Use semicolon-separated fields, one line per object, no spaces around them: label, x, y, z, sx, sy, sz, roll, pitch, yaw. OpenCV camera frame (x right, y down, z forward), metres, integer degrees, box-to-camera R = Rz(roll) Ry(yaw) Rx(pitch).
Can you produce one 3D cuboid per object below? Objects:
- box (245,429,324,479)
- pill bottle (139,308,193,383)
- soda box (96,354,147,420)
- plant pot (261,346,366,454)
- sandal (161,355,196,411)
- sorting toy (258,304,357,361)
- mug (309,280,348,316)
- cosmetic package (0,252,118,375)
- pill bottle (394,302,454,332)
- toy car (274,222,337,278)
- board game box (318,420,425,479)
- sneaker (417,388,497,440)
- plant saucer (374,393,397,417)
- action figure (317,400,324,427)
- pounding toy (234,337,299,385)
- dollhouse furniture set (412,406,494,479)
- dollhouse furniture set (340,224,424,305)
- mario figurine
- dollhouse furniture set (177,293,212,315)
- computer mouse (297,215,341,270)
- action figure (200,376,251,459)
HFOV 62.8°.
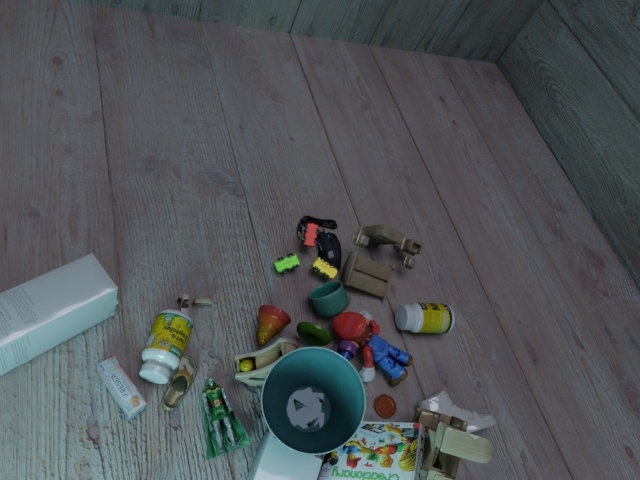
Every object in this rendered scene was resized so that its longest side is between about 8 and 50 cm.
box;-0.108;0.678;1.538;0.181;0.119;0.181;27;50;-5
pill bottle;-0.478;0.327;1.618;0.118;0.117;0.208;21;51;-10
soda box;-0.583;0.429;1.532;0.058;0.063;0.183;-29;72;-36
plant pot;-0.027;0.477;1.529;0.291;0.195;0.289;2;63;-5
sandal;-0.430;0.435;1.608;0.072;0.049;0.180;25;50;-7
sorting toy;-0.064;0.348;1.770;0.366;0.127;0.126;23;56;4
mug;0.043;0.216;1.930;0.158;0.130;0.097;-37;112;-47
cosmetic package;-0.788;0.210;1.508;0.366;0.197;0.155;-32;73;-39
pill bottle;0.404;0.301;2.040;0.209;0.119;0.119;5;55;-22
toy car;-0.074;0.069;2.010;0.225;0.053;0.238;-20;77;-20
board game box;0.156;0.650;1.590;0.053;0.306;0.192;56;37;-37
sneaker;0.487;0.607;1.870;0.293;0.108;0.169;-2;61;-24
plant saucer;0.227;0.579;1.831;0.084;0.013;0.083;13;52;-17
action figure;-0.013;0.492;1.730;0.186;0.099;0.284;15;47;0
pounding toy;-0.134;0.409;1.640;0.270;0.154;0.154;-12;53;4
dollhouse furniture set;0.403;0.741;1.567;0.257;0.362;0.393;17;80;0
dollhouse furniture set;0.214;0.127;2.131;0.304;0.174;0.355;23;79;-25
mario figurine;0.169;0.382;1.903;0.321;0.170;0.198;40;13;-7
dollhouse furniture set;-0.413;0.228;1.751;0.115;0.091;0.081;3;71;-26
computer mouse;0.000;0.000;2.106;0.184;0.060;0.261;10;53;-19
action figure;-0.310;0.525;1.596;0.137;0.063;0.232;-10;58;-26
